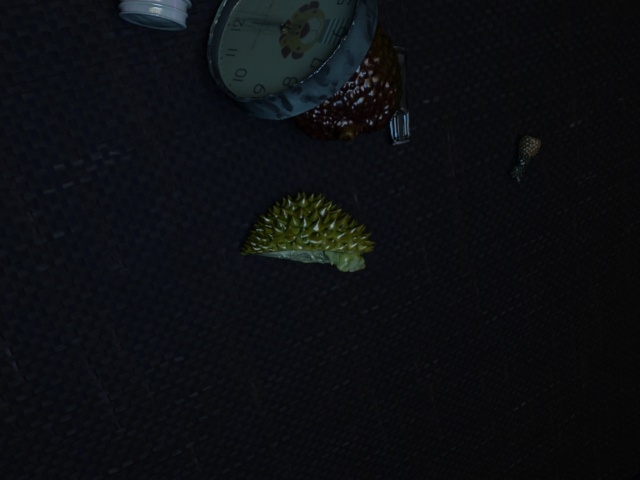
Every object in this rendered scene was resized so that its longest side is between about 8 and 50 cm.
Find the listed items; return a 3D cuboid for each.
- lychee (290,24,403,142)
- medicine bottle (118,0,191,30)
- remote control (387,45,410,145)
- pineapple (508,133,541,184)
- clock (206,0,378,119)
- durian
[{"bbox_3d":[0.038,-0.311,0.934,0.235,0.236,0.272,3,79,-26],"label":"lychee"},{"bbox_3d":[-0.259,-0.519,0.794,0.179,0.124,0.325,3,103,-27],"label":"medicine bottle"},{"bbox_3d":[0.171,-0.320,1.101,0.059,0.028,0.212,-14,108,-21],"label":"remote control"},{"bbox_3d":[0.530,-0.213,1.296,0.058,0.058,0.125,11,111,-27],"label":"pineapple"},{"bbox_3d":[-0.056,-0.356,0.832,0.313,0.312,0.061,-60,148,-2],"label":"clock"},{"bbox_3d":[0.000,0.000,1.035,0.306,0.172,0.167,1,126,-34],"label":"durian"}]
